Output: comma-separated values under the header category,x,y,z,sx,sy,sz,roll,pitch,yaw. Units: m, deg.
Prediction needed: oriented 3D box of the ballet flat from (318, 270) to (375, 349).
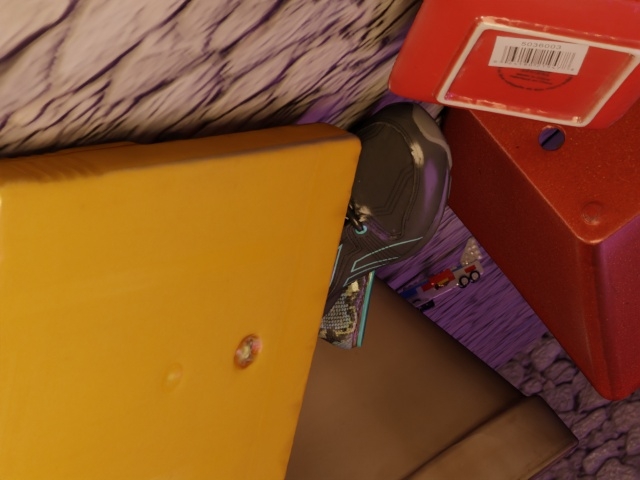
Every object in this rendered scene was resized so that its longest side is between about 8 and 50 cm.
category,x,y,z,sx,sy,sz,roll,pitch,yaw
ballet flat,0.024,0.001,1.142,0.070,0.070,0.188,-14,122,-58

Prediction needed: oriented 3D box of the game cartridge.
category,x,y,z,sx,sy,sz,roll,pitch,yaw
game cartridge,-0.109,0.075,0.847,0.324,0.053,0.285,-11,119,-53

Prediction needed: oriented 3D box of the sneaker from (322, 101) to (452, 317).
category,x,y,z,sx,sy,sz,roll,pitch,yaw
sneaker,0.000,0.000,1.044,0.106,0.101,0.267,-19,157,-45

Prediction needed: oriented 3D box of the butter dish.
category,x,y,z,sx,sy,sz,roll,pitch,yaw
butter dish,0.135,-0.152,0.869,0.160,0.118,0.160,9,158,-8

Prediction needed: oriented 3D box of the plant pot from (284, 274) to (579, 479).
category,x,y,z,sx,sy,sz,roll,pitch,yaw
plant pot,0.043,0.183,1.362,0.323,0.280,0.323,-34,165,-10

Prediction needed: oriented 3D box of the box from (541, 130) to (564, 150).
category,x,y,z,sx,sy,sz,roll,pitch,yaw
box,0.301,-0.086,1.486,0.244,0.100,0.060,-43,166,24

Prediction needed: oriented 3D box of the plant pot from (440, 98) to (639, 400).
category,x,y,z,sx,sy,sz,roll,pitch,yaw
plant pot,0.251,-0.072,1.139,0.267,0.267,0.236,-37,154,1

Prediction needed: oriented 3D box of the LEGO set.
category,x,y,z,sx,sy,sz,roll,pitch,yaw
LEGO set,0.086,0.076,1.660,0.182,0.060,0.244,-32,171,40
